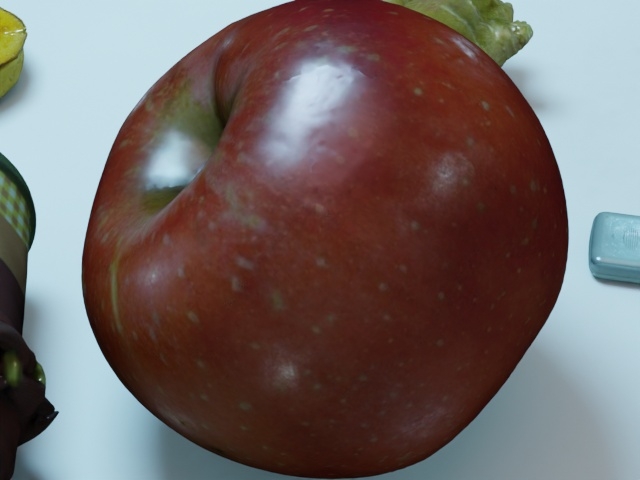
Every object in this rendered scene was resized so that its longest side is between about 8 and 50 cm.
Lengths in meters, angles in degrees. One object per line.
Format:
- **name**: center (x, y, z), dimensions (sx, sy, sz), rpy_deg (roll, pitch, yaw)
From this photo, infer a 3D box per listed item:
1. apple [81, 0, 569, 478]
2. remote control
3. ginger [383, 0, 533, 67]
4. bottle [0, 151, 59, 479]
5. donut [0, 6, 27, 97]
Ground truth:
- **apple**: center (0.000, 0.000, 1.011), dimensions (0.260, 0.216, 0.260), rpy_deg (-34, 35, 28)
- **remote control**: center (0.227, 0.009, 1.163), dimensions (0.124, 0.018, 0.053), rpy_deg (7, 47, 5)
- **ginger**: center (0.070, -0.109, 1.232), dimensions (0.115, 0.081, 0.205), rpy_deg (17, 40, -4)
- **bottle**: center (-0.209, 0.065, 1.003), dimensions (0.143, 0.156, 0.271), rpy_deg (23, 35, -26)
- **donut**: center (-0.228, -0.125, 1.268), dimensions (0.083, 0.038, 0.067), rpy_deg (30, 54, 31)
